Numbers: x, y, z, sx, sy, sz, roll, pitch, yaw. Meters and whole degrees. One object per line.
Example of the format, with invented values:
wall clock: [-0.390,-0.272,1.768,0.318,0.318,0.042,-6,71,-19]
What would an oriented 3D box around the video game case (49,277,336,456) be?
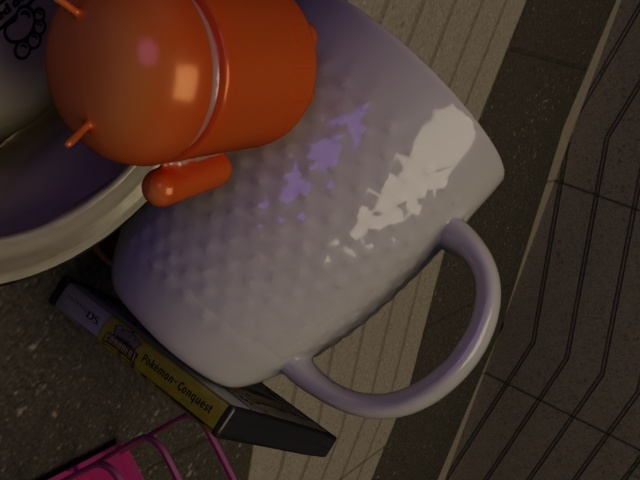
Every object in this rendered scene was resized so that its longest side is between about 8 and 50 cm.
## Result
video game case: [-0.129,0.147,0.848,0.035,0.248,0.275,-57,152,-5]

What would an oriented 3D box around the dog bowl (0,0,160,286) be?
dog bowl: [-0.234,-0.180,0.510,0.408,0.150,0.408,-41,144,-39]

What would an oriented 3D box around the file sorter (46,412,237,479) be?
file sorter: [-0.230,0.330,0.797,0.182,0.202,0.290,-35,170,34]

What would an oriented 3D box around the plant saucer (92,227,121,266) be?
plant saucer: [-0.180,-0.064,0.818,0.200,0.037,0.200,-39,142,-39]

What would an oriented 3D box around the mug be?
mug: [0.000,0.000,0.739,0.328,0.374,0.276,-47,160,0]

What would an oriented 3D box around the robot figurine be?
robot figurine: [-0.089,-0.120,0.518,0.158,0.128,0.219,-49,165,33]
